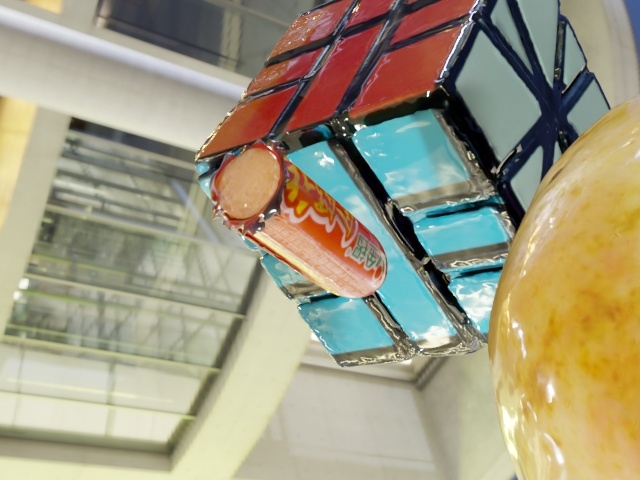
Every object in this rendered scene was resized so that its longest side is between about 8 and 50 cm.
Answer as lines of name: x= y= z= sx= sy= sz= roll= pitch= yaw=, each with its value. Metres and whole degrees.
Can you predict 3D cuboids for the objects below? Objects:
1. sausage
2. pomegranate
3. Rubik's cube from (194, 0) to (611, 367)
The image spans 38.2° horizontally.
sausage: x=0.000 y=0.000 z=0.479 sx=0.050 sy=0.145 sz=0.048 roll=36 pitch=-91 yaw=36
pomegranate: x=0.260 y=0.075 z=0.503 sx=0.342 sy=0.342 sz=0.342 roll=-31 pitch=-127 yaw=51
Rubik's cube: x=0.099 y=-0.078 z=0.885 sx=0.283 sy=0.288 sz=0.293 roll=-10 pitch=-145 yaw=39
